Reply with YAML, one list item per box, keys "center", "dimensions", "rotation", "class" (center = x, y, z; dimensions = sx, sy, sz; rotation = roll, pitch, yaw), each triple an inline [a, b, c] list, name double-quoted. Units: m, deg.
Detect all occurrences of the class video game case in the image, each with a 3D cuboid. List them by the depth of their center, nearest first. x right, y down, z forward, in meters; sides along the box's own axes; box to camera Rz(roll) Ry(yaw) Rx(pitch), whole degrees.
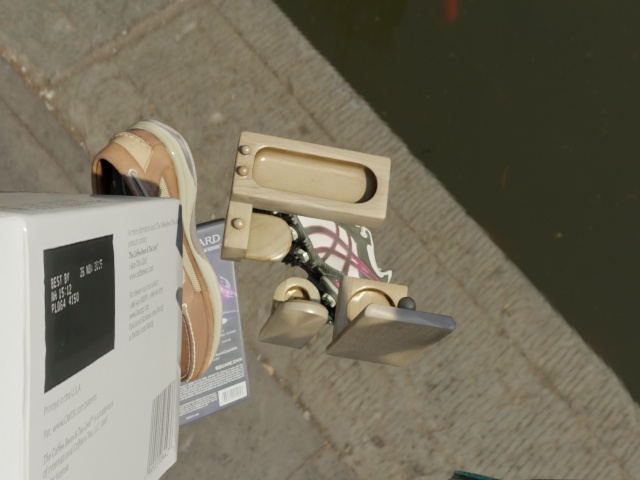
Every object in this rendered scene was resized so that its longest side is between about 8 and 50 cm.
- center: [-0.195, 0.123, 1.296]
  dimensions: [0.196, 0.026, 0.274]
  rotation: [-17, 109, -34]
  class: "video game case"

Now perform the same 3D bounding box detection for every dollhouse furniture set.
- center: [0.009, -0.009, 0.644]
  dimensions: [0.144, 0.123, 0.151]
  rotation: [10, 71, -8]
  class: "dollhouse furniture set"

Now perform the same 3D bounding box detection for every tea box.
- center: [-0.276, 0.077, 0.582]
  dimensions: [0.323, 0.329, 0.220]
  rotation: [3, 94, 4]
  class: "tea box"

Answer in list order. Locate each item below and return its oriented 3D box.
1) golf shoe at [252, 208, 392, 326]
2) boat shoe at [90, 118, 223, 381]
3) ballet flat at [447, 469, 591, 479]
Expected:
- center: [0.000, 0.000, 1.337]
  dimensions: [0.120, 0.105, 0.273]
  rotation: [-46, 121, -24]
  class: "golf shoe"
- center: [-0.204, 0.026, 1.112]
  dimensions: [0.116, 0.123, 0.324]
  rotation: [-34, 119, -51]
  class: "boat shoe"
- center: [0.239, 0.324, 1.132]
  dimensions: [0.083, 0.247, 0.087]
  rotation: [14, 73, -27]
  class: "ballet flat"
